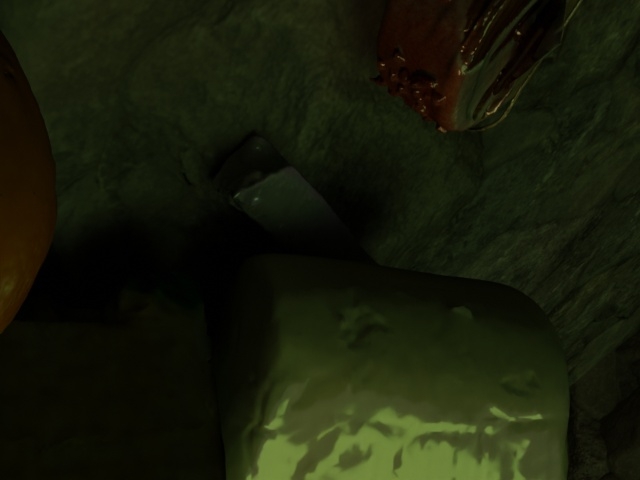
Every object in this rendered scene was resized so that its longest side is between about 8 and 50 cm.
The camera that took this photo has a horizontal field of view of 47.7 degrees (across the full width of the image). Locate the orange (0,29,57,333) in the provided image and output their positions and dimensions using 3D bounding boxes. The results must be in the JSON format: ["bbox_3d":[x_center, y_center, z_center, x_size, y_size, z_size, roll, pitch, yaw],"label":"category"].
[{"bbox_3d":[-0.248,-0.027,0.322,0.246,0.246,0.246,-27,147,-20],"label":"orange"}]

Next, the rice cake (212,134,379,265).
[{"bbox_3d":[0.000,0.000,0.800,0.070,0.064,0.399,-49,149,-2],"label":"rice cake"}]

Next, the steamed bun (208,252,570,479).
[{"bbox_3d":[0.027,0.244,0.763,0.372,0.290,0.455,7,95,-18],"label":"steamed bun"}]

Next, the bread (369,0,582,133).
[{"bbox_3d":[0.149,-0.195,0.627,0.212,0.142,0.224,-31,154,-48],"label":"bread"}]

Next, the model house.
[{"bbox_3d":[-0.294,0.237,0.594,0.343,0.334,0.382,5,144,-27],"label":"model house"}]
